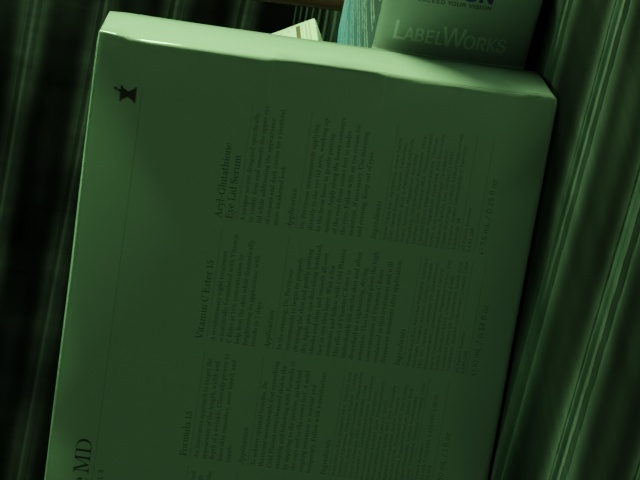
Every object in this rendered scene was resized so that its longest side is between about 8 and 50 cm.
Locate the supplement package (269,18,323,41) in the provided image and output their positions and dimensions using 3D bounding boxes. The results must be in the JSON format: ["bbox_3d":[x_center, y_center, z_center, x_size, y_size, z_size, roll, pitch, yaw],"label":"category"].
[{"bbox_3d":[-0.027,-0.018,1.599,0.204,0.145,0.261,-96,-14,-70],"label":"supplement package"}]

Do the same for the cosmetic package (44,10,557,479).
[{"bbox_3d":[-0.024,0.060,1.250,0.097,0.284,0.377,-102,21,-74],"label":"cosmetic package"}]

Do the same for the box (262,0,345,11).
[{"bbox_3d":[-0.076,-0.319,1.780,0.143,0.381,0.191,-110,27,-79],"label":"box"}]

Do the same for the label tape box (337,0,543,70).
[{"bbox_3d":[0.089,-0.205,1.344,0.249,0.115,0.347,-88,9,-49],"label":"label tape box"}]
